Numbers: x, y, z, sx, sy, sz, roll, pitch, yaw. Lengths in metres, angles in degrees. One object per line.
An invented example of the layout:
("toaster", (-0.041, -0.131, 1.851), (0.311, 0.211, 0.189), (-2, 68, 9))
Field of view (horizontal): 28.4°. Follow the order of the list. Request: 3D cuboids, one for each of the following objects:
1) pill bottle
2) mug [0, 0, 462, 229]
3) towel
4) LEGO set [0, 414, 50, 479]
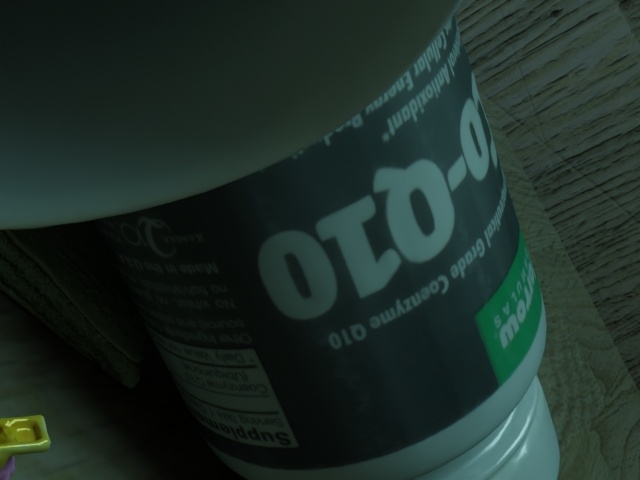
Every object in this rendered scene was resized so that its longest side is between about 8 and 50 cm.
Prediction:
("pill bottle", (0.000, 0.000, 0.659), (0.204, 0.204, 0.361), (-89, 160, -57))
("mug", (-0.158, -0.205, 0.394), (0.276, 0.374, 0.328), (90, -9, -59))
("towel", (-0.136, -0.001, 0.654), (0.148, 0.027, 0.110), (49, 21, -34))
("LEGO set", (-0.162, 0.095, 0.382), (0.132, 0.107, 0.287), (16, 41, -16))
